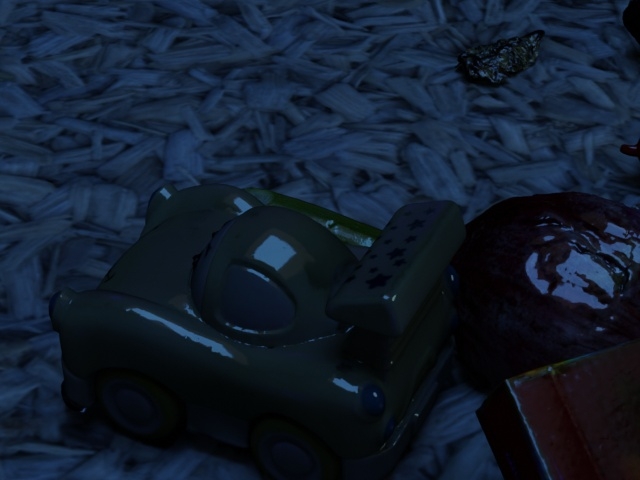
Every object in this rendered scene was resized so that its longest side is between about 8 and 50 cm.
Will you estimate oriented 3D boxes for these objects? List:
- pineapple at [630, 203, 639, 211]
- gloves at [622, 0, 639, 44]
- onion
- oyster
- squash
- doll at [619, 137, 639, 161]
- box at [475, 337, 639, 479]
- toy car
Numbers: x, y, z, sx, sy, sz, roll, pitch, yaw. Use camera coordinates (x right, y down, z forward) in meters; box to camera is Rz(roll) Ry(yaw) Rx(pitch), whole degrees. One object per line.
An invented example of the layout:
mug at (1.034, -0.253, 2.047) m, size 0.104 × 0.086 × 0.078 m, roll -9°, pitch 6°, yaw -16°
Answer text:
pineapple at (0.319, 0.029, 1.544) m, size 0.224 × 0.076 × 0.225 m, roll 2°, pitch 38°, yaw -1°
gloves at (0.484, -0.313, 1.957) m, size 0.140 × 0.131 × 0.218 m, roll 28°, pitch 54°, yaw 28°
onion at (0.207, 0.039, 1.439) m, size 0.283 × 0.120 × 0.227 m, roll 20°, pitch 67°, yaw 31°
oyster at (0.227, -0.239, 1.930) m, size 0.086 × 0.029 × 0.132 m, roll 18°, pitch 42°, yaw 22°
squash at (0.000, 0.000, 1.581) m, size 0.239 × 0.069 × 0.069 m, roll 19°, pitch 41°, yaw 22°
doll at (0.445, -0.111, 1.687) m, size 0.217 × 0.085 × 0.183 m, roll -12°, pitch -4°, yaw 2°
box at (0.313, 0.176, 1.281) m, size 0.313 × 0.089 × 0.197 m, roll -14°, pitch 68°, yaw -20°
toy car at (-0.056, 0.054, 1.378) m, size 0.336 × 0.226 × 0.242 m, roll 17°, pitch 40°, yaw 19°
